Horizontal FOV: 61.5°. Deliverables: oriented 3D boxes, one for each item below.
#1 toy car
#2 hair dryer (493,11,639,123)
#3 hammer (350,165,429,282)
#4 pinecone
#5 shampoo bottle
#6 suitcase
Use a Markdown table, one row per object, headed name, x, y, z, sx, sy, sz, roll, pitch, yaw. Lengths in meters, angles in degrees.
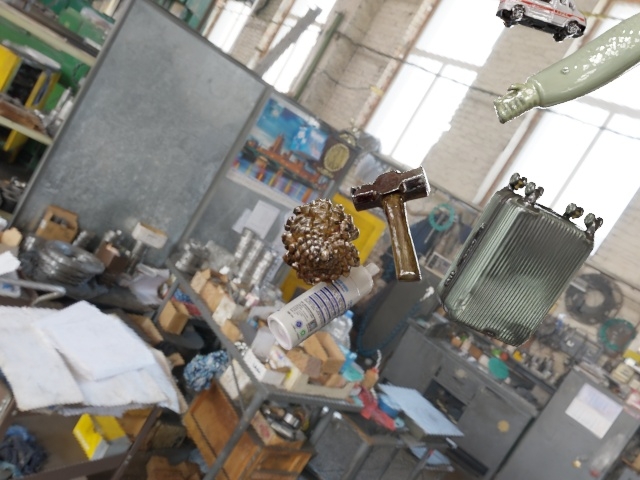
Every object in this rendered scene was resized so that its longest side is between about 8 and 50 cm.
| name | x | y | z | sx | sy | sz | roll | pitch | yaw |
| --- | --- | --- | --- | --- | --- | --- | --- | --- | --- |
| toy car | 0.517 | -0.537 | 1.239 | 0.209 | 0.108 | 0.089 | 18 | 8 | 2 |
| hair dryer | 0.343 | -0.178 | 0.529 | 0.295 | 0.298 | 0.119 | 13 | 48 | -52 |
| hammer | 0.230 | -0.038 | 1.605 | 0.095 | 0.242 | 0.409 | 60 | 20 | -49 |
| pinecone | 0.000 | 0.000 | 1.203 | 0.150 | 0.179 | 0.195 | 61 | 14 | -65 |
| shampoo bottle | 0.021 | 0.135 | 1.256 | 0.092 | 0.303 | 0.092 | 38 | -34 | 32 |
| suitcase | 0.380 | 0.045 | 1.055 | 0.202 | 0.312 | 0.128 | 24 | 18 | -15 |
